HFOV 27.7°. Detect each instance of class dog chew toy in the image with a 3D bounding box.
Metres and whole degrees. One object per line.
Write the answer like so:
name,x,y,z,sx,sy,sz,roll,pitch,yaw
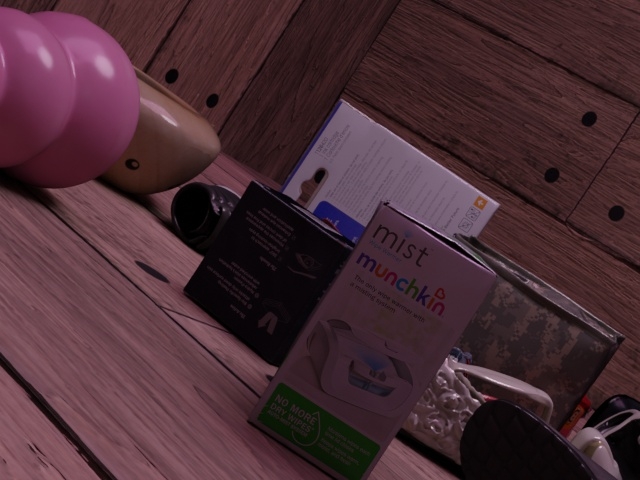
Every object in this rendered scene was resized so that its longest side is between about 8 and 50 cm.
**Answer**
dog chew toy,-0.349,-0.166,1.446,0.206,0.207,0.332,35,13,23

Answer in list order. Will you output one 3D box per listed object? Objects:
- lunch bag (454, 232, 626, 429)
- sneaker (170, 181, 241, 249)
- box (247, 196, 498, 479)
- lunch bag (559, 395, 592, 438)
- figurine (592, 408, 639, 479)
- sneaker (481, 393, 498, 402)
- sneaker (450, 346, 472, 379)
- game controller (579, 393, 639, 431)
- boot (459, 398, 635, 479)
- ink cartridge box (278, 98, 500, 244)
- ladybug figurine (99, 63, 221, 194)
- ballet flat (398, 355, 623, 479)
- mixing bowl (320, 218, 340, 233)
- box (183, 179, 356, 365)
lunch bag,0.247,0.154,1.864,0.287,0.235,0.169,35,10,15
sneaker,-0.102,0.011,1.897,0.295,0.105,0.147,35,13,23
box,0.051,0.085,1.247,0.126,0.231,0.262,33,4,2
lunch bag,0.368,0.256,2.471,0.293,0.120,0.258,38,3,37
figurine,0.434,0.308,1.553,0.209,0.092,0.215,61,-23,-1
sneaker,0.226,0.261,1.683,0.221,0.087,0.128,44,-9,-23
sneaker,0.100,0.131,1.779,0.262,0.125,0.104,35,4,26
game controller,0.459,0.326,1.934,0.067,0.166,0.319,29,0,41
boot,0.300,0.292,1.385,0.338,0.118,0.222,46,17,11
ink cartridge box,0.078,-0.018,2.092,0.307,0.304,0.072,34,1,3
ladybug figurine,-0.341,-0.205,2.055,0.305,0.162,0.449,28,7,-45
ballet flat,0.256,0.254,1.525,0.409,0.147,0.147,33,4,-8
mixing bowl,-0.008,0.073,1.602,0.181,0.098,0.181,159,-90,-77
box,-0.045,0.041,1.495,0.156,0.158,0.093,36,6,31
